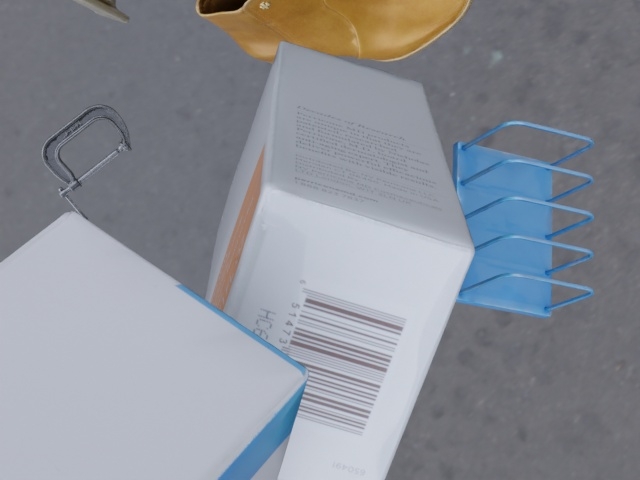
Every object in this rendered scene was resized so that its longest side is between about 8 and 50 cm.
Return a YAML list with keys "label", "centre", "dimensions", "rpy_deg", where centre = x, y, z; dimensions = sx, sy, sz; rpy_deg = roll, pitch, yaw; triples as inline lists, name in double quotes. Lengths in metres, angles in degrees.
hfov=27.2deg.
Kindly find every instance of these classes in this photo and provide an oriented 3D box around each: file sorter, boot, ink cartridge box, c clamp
- label: "file sorter"
  centre: [0.208, -0.022, 1.336]
  dimensions: [0.104, 0.118, 0.170]
  rpy_deg: [151, 127, -61]
- label: "boot"
  centre: [0.016, -0.288, 1.591]
  dimensions: [0.295, 0.211, 0.104]
  rpy_deg: [-17, 67, 27]
- label: "ink cartridge box"
  centre: [-0.160, 0.169, 0.864]
  dimensions: [0.198, 0.197, 0.270]
  rpy_deg: [32, 139, 16]
- label: "c clamp"
  centre: [-0.358, -0.130, 2.063]
  dimensions: [0.160, 0.022, 0.137]
  rpy_deg: [-42, 113, 6]

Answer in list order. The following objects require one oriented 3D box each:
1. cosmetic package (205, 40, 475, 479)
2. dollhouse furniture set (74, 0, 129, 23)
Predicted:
- label: "cosmetic package"
  centre: [0.000, 0.000, 1.152]
  dimensions: [0.161, 0.453, 0.230]
  rpy_deg: [17, 110, -7]
- label: "dollhouse furniture set"
  centre: [-0.196, -0.329, 1.264]
  dimensions: [0.151, 0.301, 0.198]
  rpy_deg: [4, 89, 15]
